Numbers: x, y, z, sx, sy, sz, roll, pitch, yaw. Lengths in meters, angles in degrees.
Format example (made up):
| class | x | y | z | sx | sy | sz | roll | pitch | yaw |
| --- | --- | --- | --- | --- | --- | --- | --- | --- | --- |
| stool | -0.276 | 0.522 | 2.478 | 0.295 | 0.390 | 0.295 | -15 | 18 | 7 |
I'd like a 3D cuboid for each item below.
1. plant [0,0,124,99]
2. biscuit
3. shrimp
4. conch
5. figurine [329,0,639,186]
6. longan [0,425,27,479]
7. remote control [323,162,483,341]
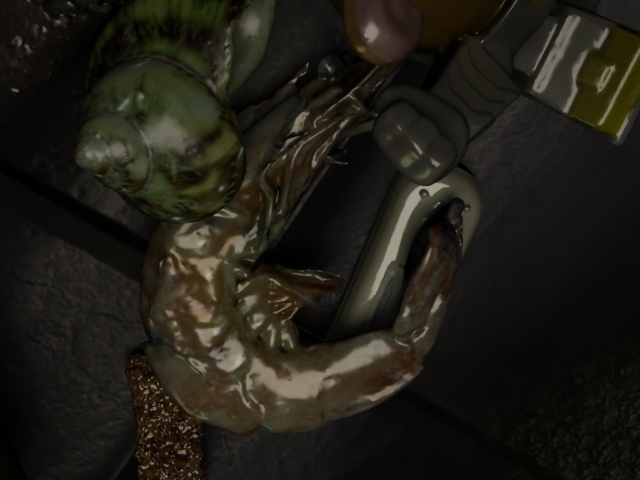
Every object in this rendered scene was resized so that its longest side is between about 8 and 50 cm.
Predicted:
| class | x | y | z | sx | sy | sz | roll | pitch | yaw |
| --- | --- | --- | --- | --- | --- | --- | --- | --- | --- |
| plant | -0.189 | -0.172 | 0.867 | 0.094 | 0.092 | 0.143 | 36 | 112 | 9 |
| biscuit | -0.130 | 0.184 | 1.060 | 0.064 | 0.034 | 0.199 | -4 | 114 | -7 |
| shrimp | 0.000 | 0.000 | 0.959 | 0.247 | 0.085 | 0.360 | 28 | 104 | -6 |
| conch | -0.103 | -0.107 | 0.863 | 0.124 | 0.181 | 0.187 | 14 | 125 | -9 |
| figurine | 0.090 | -0.193 | 0.816 | 0.285 | 0.342 | 0.167 | 18 | 132 | -35 |
| longan | -0.378 | 0.201 | 0.891 | 0.361 | 0.361 | 0.361 | -3 | 113 | -6 |
| remote control | 0.067 | 0.035 | 1.019 | 0.078 | 0.042 | 0.221 | 19 | 108 | -14 |
